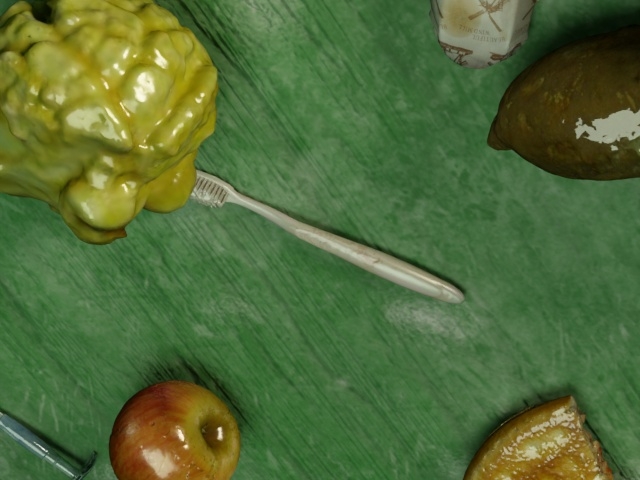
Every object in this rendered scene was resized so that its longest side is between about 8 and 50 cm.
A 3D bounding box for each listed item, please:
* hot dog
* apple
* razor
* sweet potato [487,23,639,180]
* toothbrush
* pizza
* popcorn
[{"bbox_3d":[0.137,-0.222,1.355,0.099,0.053,0.192,11,134,12],"label":"hot dog"},{"bbox_3d":[-0.164,0.224,1.781,0.146,0.146,0.146,10,131,12],"label":"apple"},{"bbox_3d":[-0.336,0.244,1.930,0.135,0.040,0.068,37,131,-5],"label":"razor"},{"bbox_3d":[0.336,-0.123,1.325,0.423,0.130,0.130,-8,125,16],"label":"sweet potato"},{"bbox_3d":[0.000,0.000,1.604,0.307,0.029,0.025,24,125,0],"label":"toothbrush"},{"bbox_3d":[0.248,0.258,1.713,0.193,0.053,0.201,39,119,-12],"label":"pizza"},{"bbox_3d":[-0.211,-0.125,1.478,0.256,0.195,0.255,-6,116,24],"label":"popcorn"}]
